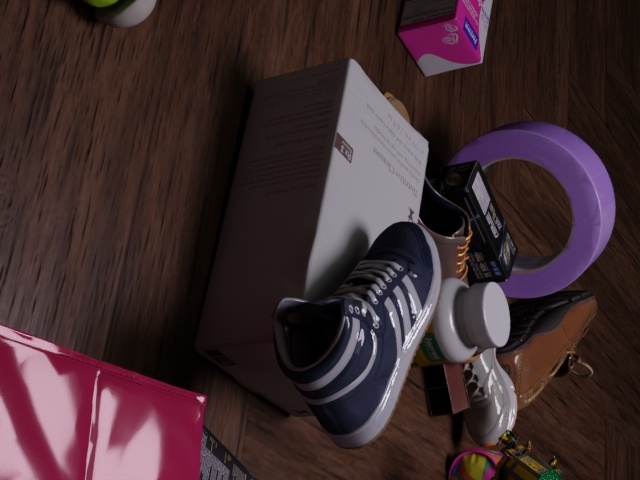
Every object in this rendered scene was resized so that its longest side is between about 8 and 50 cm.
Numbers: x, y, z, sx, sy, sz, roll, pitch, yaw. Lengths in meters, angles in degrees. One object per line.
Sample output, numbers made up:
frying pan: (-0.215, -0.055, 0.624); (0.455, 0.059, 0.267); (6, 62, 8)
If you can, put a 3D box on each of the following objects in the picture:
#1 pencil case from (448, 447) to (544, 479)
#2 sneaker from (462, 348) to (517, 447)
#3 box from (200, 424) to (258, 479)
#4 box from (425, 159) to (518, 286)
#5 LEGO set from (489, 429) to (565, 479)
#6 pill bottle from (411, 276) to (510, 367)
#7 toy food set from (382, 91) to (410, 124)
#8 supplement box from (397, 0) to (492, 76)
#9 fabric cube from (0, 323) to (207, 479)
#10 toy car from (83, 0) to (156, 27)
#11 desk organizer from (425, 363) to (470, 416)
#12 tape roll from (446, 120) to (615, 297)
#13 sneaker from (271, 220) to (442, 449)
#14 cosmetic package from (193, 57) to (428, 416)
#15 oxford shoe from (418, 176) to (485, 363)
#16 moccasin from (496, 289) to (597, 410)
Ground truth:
pencil case: (0.293, 0.388, 1.818); (0.236, 0.104, 0.104); (23, 62, -53)
sneaker: (0.235, 0.194, 1.797); (0.121, 0.099, 0.262); (24, 54, -46)
box: (-0.127, 0.355, 1.113); (0.242, 0.076, 0.307); (54, 31, -38)
box: (0.197, -0.018, 1.727); (0.180, 0.147, 0.077); (62, 35, -29)
LEGO set: (0.247, 0.398, 1.617); (0.331, 0.192, 0.255); (34, 90, -44)
pill bottle: (0.145, 0.112, 1.542); (0.117, 0.208, 0.118); (24, 61, -54)
toy food set: (0.114, -0.182, 1.761); (0.083, 0.020, 0.083); (50, 42, -40)
supplement box: (0.214, -0.399, 1.902); (0.111, 0.114, 0.220); (48, 45, -43)
fabric cube: (-0.259, 0.221, 0.806); (0.259, 0.254, 0.258); (31, 54, -51)
toy car: (-0.199, -0.323, 1.173); (0.159, 0.136, 0.182); (51, 42, -40)
desk organizer: (0.186, 0.201, 1.744); (0.050, 0.047, 0.130); (-10, 88, -54)
tape roll: (0.326, -0.050, 1.825); (0.090, 0.274, 0.275); (-26, 104, -58)
sneaker: (0.041, 0.062, 1.205); (0.153, 0.099, 0.282); (51, 46, -39)
cosmetic package: (0.000, 0.000, 1.385); (0.217, 0.156, 0.385); (39, 50, -46)
oxford shoe: (0.167, 0.034, 1.641); (0.364, 0.132, 0.130); (54, 36, -25)
moccasin: (0.396, 0.190, 2.003); (0.380, 0.139, 0.147); (-34, 112, -56)
